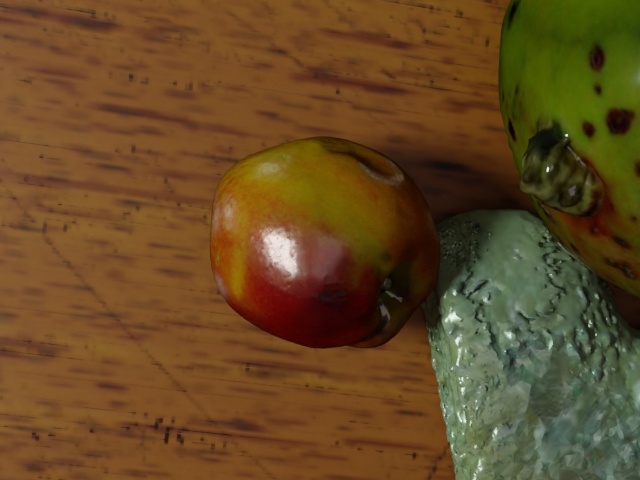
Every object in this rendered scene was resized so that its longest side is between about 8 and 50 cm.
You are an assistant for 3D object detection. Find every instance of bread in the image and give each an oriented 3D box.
[{"bbox_3d":[0.121,0.093,0.546,0.232,0.064,0.172,38,86,-7],"label":"bread"}]

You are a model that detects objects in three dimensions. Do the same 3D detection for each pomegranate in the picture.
[{"bbox_3d":[0.184,-0.072,0.501,0.198,0.246,0.198,10,116,22],"label":"pomegranate"}]

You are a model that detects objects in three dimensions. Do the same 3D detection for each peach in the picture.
[{"bbox_3d":[0.000,-0.001,0.510,0.101,0.101,0.100,-1,94,-8],"label":"peach"}]
